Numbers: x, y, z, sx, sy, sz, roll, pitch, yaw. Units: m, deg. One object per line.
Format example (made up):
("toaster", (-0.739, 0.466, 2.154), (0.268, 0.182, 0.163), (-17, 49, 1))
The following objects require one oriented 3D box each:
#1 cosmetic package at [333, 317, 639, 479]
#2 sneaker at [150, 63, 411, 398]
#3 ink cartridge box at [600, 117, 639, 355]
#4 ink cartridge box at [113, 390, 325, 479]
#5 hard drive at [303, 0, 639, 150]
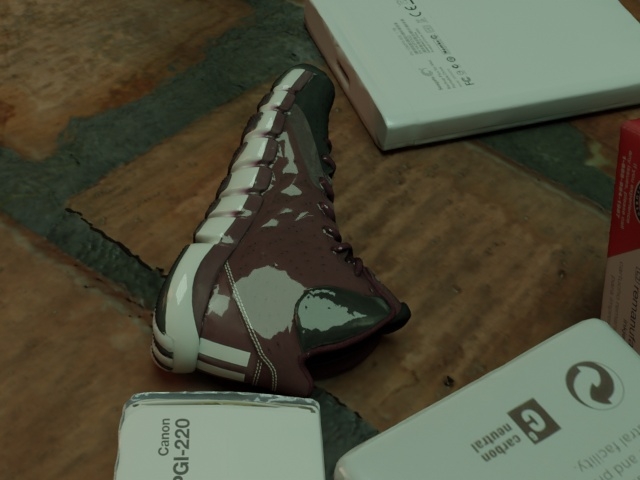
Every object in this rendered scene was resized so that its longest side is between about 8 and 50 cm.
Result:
("cosmetic package", (0.182, 0.280, 0.406), (0.161, 0.230, 0.453), (-24, 54, -26))
("sneaker", (0.000, 0.000, 0.740), (0.163, 0.106, 0.281), (21, 58, 4))
("ink cartridge box", (0.284, 0.053, 0.589), (0.114, 0.197, 0.273), (-7, 23, -13))
("ink cartridge box", (-0.052, 0.193, 0.458), (0.092, 0.218, 0.158), (1, 47, -7))
("hard drive", (0.163, -0.187, 0.967), (0.308, 0.040, 0.203), (-12, 50, -18))
